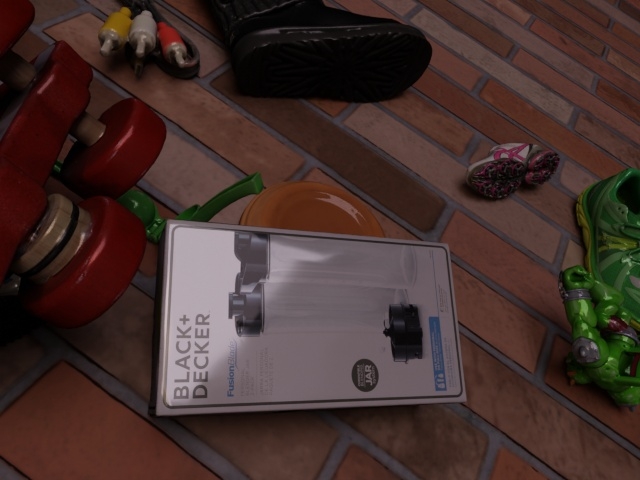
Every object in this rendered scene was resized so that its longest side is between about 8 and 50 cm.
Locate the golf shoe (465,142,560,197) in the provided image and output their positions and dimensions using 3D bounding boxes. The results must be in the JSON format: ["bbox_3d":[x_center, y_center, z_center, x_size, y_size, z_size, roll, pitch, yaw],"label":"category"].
[{"bbox_3d":[0.294,-0.117,0.834,0.186,0.067,0.086,-13,36,-30],"label":"golf shoe"}]

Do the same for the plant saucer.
[{"bbox_3d":[0.000,0.000,0.630,0.200,0.037,0.199,12,52,-16],"label":"plant saucer"}]

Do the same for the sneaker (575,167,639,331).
[{"bbox_3d":[0.469,0.008,0.771,0.110,0.123,0.295,13,53,-15],"label":"sneaker"}]

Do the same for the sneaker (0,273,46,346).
[{"bbox_3d":[-0.278,0.042,0.477,0.161,0.057,0.075,-28,43,-27],"label":"sneaker"}]

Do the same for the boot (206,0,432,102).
[{"bbox_3d":[-0.009,-0.362,0.828,0.348,0.131,0.260,-5,59,-26],"label":"boot"}]

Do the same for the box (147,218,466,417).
[{"bbox_3d":[-0.011,0.082,0.505,0.290,0.087,0.169,6,71,-20],"label":"box"}]

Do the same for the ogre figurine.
[{"bbox_3d":[0.360,0.128,0.649,0.197,0.097,0.118,57,43,-38],"label":"ogre figurine"}]

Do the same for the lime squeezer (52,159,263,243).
[{"bbox_3d":[-0.188,-0.039,0.542,0.311,0.110,0.058,12,63,24],"label":"lime squeezer"}]

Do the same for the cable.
[{"bbox_3d":[-0.246,-0.333,0.743,0.140,0.072,0.287,3,55,-28],"label":"cable"}]

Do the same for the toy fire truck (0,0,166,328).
[{"bbox_3d":[-0.279,-0.032,0.405,0.169,0.254,0.302,43,31,-41],"label":"toy fire truck"}]
